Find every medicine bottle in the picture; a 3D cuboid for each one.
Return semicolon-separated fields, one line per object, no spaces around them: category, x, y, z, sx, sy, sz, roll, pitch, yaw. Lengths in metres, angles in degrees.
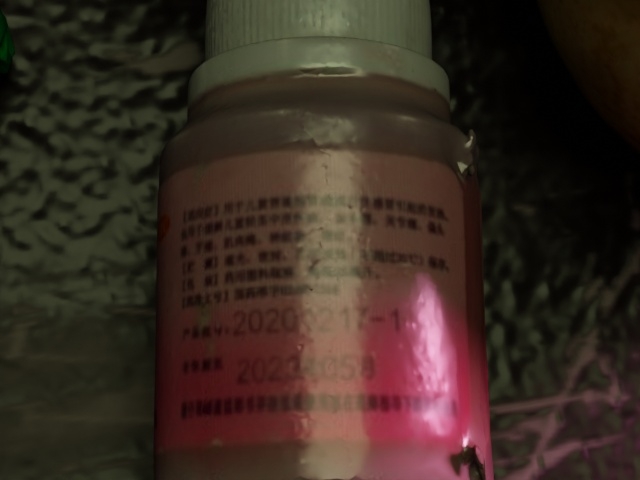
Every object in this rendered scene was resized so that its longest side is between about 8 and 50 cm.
medicine bottle;0.000;0.000;0.580;0.147;0.147;0.247;1;75;-9

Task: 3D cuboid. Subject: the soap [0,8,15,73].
soap;-0.287;-0.100;0.580;0.273;0.098;0.218;29;74;-1

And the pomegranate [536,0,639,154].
pomegranate;0.237;-0.135;0.576;0.319;0.319;0.319;2;76;-9
